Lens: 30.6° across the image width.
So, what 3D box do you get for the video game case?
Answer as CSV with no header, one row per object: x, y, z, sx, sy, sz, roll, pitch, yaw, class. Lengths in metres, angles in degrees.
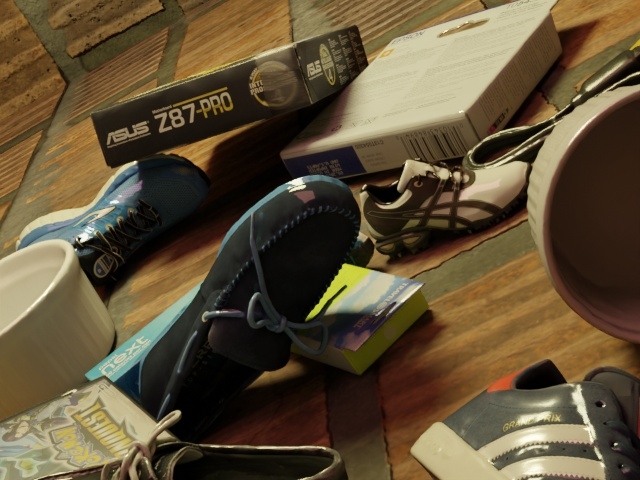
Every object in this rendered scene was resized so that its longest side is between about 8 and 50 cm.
-0.253,0.233,1.090,0.248,0.035,0.275,-23,28,-28,video game case

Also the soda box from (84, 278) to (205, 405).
-0.158,0.119,1.333,0.210,0.067,0.071,-40,24,-16,soda box

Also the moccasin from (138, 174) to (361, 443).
-0.061,0.088,1.158,0.342,0.137,0.117,-54,31,31,moccasin

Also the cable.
0.298,-0.126,1.304,0.287,0.072,0.139,-37,38,19,cable

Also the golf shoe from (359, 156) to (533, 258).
0.135,-0.054,1.279,0.198,0.094,0.077,-23,23,16,golf shoe

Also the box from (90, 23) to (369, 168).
-0.118,-0.222,1.750,0.318,0.097,0.395,-13,11,18,box

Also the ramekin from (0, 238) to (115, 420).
-0.401,0.135,1.520,0.277,0.135,0.277,-27,24,13,ramekin

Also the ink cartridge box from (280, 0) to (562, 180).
0.153,-0.205,1.590,0.324,0.071,0.330,-8,29,45,ink cartridge box

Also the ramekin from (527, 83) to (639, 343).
0.264,-0.030,0.938,0.207,0.207,0.109,-31,14,3,ramekin

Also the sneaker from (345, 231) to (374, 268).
0.000,0.000,1.375,0.190,0.071,0.083,-3,31,48,sneaker

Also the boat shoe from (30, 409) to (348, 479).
-0.125,0.204,0.945,0.306,0.105,0.113,1,28,18,boat shoe

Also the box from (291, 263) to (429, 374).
0.030,0.078,1.209,0.109,0.042,0.178,-43,26,-21,box

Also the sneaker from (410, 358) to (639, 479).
0.184,0.162,0.736,0.148,0.131,0.350,-40,24,-6,sneaker

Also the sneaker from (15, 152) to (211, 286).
-0.300,-0.004,1.722,0.330,0.130,0.147,-31,37,12,sneaker
